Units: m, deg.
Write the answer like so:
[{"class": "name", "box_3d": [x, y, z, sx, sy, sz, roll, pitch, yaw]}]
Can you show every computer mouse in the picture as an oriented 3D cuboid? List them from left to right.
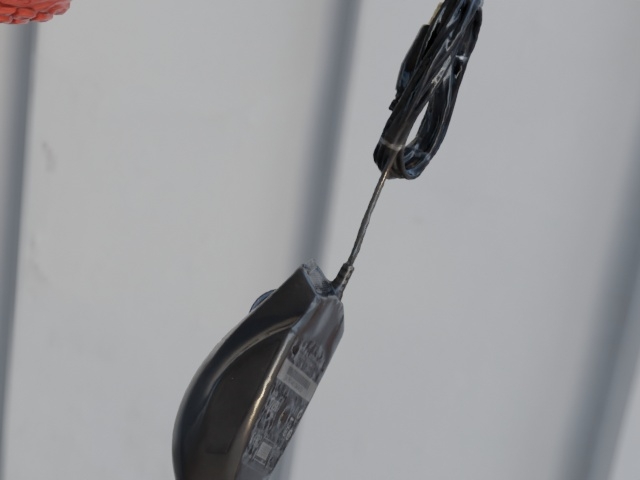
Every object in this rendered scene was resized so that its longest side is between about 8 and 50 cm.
[{"class": "computer mouse", "box_3d": [0.000, 0.000, 0.759, 0.041, 0.242, 0.071, 25, -11, 17]}]

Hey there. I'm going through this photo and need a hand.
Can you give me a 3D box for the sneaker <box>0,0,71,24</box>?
[{"class": "sneaker", "box_3d": [-0.143, -0.137, 0.490, 0.225, 0.093, 0.088, 41, 10, 16]}]
